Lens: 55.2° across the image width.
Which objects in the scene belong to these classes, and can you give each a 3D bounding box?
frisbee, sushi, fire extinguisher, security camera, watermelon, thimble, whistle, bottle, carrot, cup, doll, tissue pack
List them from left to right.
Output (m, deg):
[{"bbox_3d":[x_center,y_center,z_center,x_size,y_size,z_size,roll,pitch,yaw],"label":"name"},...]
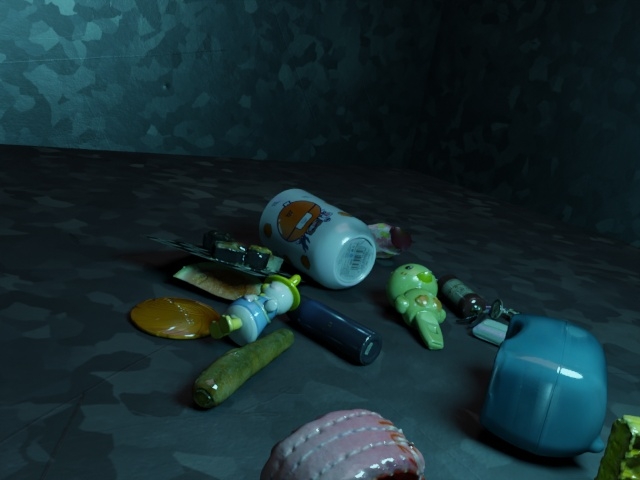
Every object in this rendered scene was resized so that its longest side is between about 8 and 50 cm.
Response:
[{"bbox_3d":[-0.305,0.155,1.305,0.192,0.035,0.192,10,17,-3],"label":"frisbee"},{"bbox_3d":[-0.229,0.108,1.483,0.245,0.063,0.119,18,27,9],"label":"watermelon"},{"bbox_3d":[-0.220,0.023,1.592,0.359,0.064,0.343,17,0,23],"label":"sushi"},{"bbox_3d":[-0.130,0.219,1.145,0.070,0.070,0.342,16,15,19],"label":"carrot"},{"bbox_3d":[-0.124,0.142,1.288,0.099,0.135,0.241,30,39,18],"label":"doll"},{"bbox_3d":[0.000,0.000,1.719,0.212,0.212,0.317,-3,22,-39],"label":"cup"},{"bbox_3d":[0.023,0.188,1.333,0.244,0.072,0.082,25,-14,40],"label":"bottle"},{"bbox_3d":[0.025,0.307,0.754,0.189,0.163,0.125,-15,27,-27],"label":"thimble"},{"bbox_3d":[0.249,0.146,1.509,0.141,0.141,0.294,6,18,-16],"label":"whistle"},{"bbox_3d":[0.377,0.169,1.645,0.099,0.071,0.231,-18,22,-6],"label":"fire extinguisher"},{"bbox_3d":[0.515,0.197,1.663,0.092,0.058,0.058,16,15,-11],"label":"security camera"},{"bbox_3d":[0.418,0.256,1.112,0.206,0.198,0.287,14,14,20],"label":"tissue pack"}]

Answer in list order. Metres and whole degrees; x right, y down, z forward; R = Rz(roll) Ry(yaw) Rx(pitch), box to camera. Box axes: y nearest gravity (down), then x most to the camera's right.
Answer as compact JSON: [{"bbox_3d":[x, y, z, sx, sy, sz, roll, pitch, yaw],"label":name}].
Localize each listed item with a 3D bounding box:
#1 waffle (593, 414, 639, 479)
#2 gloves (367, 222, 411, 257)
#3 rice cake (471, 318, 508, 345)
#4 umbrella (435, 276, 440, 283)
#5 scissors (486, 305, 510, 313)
[{"bbox_3d":[0.531,0.353,0.921,0.211,0.160,0.055,9,15,-4],"label":"waffle"},{"bbox_3d":[0.178,0.002,2.012,0.145,0.126,0.241,-9,-4,-38],"label":"gloves"},{"bbox_3d":[0.480,0.247,1.474,0.222,0.042,0.080,22,18,33],"label":"rice cake"},{"bbox_3d":[0.269,0.137,1.721,0.188,0.046,0.050,-9,6,-43],"label":"umbrella"},{"bbox_3d":[0.488,0.194,1.712,0.113,0.012,0.039,3,17,-24],"label":"scissors"}]
